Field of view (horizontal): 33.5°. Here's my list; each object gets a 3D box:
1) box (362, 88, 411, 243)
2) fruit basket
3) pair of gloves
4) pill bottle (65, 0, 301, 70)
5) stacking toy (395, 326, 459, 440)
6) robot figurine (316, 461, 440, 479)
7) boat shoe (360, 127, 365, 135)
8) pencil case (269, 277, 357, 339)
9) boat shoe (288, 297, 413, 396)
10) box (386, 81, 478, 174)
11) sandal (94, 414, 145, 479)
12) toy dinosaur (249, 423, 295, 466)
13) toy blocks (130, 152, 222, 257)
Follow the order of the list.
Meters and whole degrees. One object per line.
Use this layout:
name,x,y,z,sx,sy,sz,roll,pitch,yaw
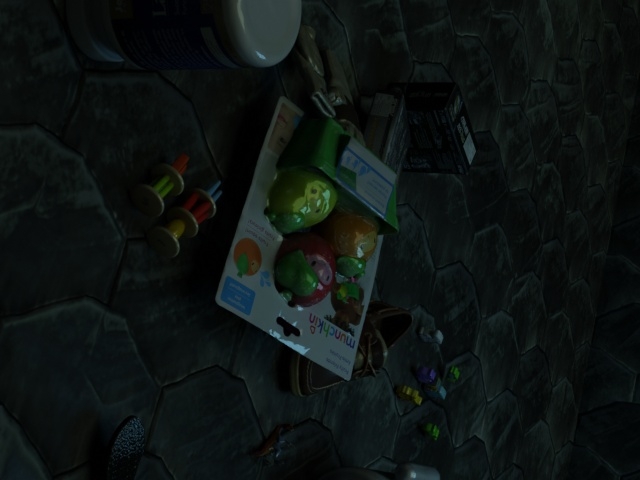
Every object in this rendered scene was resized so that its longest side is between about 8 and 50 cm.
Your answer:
box,0.109,-0.134,1.964,0.183,0.056,0.231,69,35,-67
fruit basket,0.000,0.000,1.667,0.327,0.165,0.353,37,54,-41
pair of gloves,0.005,-0.256,1.757,0.240,0.042,0.204,41,30,-59
pill bottle,-0.170,-0.284,1.292,0.153,0.265,0.153,-9,101,-60
stacking toy,0.236,0.312,2.314,0.167,0.052,0.221,-65,147,-28
robot figurine,0.093,0.520,1.935,0.300,0.200,0.353,-46,149,10
boat shoe,0.043,-0.173,1.890,0.152,0.056,0.049,-19,105,-58
pencil case,-0.004,0.107,1.817,0.098,0.095,0.209,57,35,6
boat shoe,0.064,0.189,1.911,0.342,0.123,0.123,-24,115,-57
box,0.214,-0.220,2.092,0.077,0.147,0.180,-63,143,-33
sandal,-0.279,0.316,1.424,0.067,0.040,0.179,-6,114,-55
toy dinosaur,-0.073,0.337,1.782,0.090,0.047,0.082,44,37,-41
toy blocks,-0.194,-0.066,1.493,0.148,0.054,0.123,-52,137,-44
